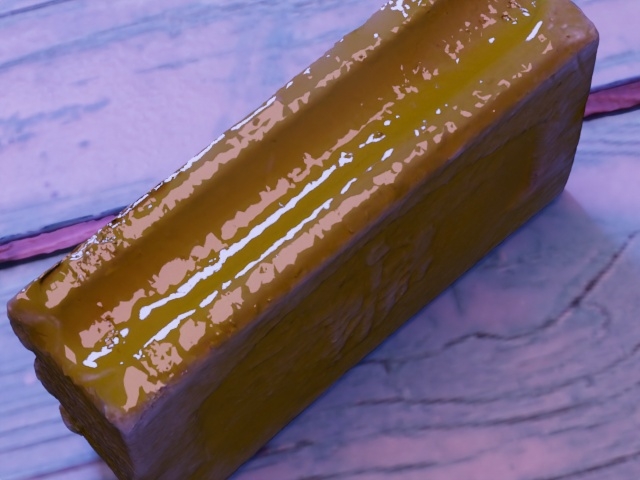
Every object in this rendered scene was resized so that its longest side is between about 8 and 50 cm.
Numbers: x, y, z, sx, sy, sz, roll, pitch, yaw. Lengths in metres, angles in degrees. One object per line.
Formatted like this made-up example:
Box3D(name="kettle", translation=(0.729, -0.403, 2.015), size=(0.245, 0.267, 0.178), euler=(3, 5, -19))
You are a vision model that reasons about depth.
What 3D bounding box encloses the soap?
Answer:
Box3D(name="soap", translation=(0.000, 0.000, 0.912), size=(0.315, 0.199, 0.091), euler=(-40, 69, -16))
